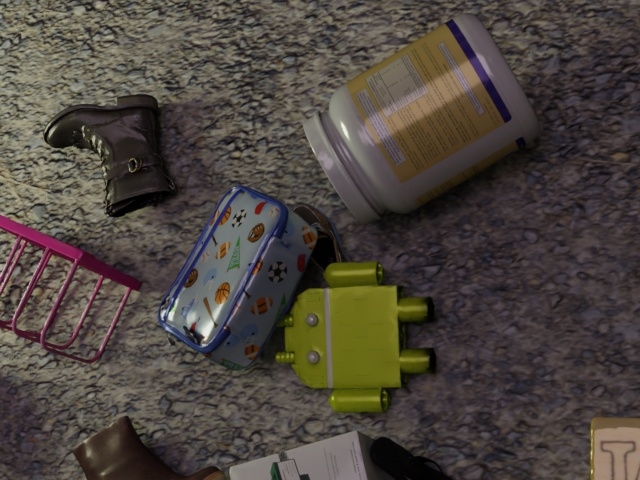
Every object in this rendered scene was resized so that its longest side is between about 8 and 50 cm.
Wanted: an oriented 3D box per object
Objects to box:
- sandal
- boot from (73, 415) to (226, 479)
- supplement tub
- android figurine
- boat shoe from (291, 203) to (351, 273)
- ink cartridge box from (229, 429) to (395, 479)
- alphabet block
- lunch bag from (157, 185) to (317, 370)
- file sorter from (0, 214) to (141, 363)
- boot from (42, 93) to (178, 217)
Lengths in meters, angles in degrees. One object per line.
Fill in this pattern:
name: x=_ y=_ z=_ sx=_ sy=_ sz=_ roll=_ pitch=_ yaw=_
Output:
sandal: x=0.154 y=0.356 z=1.725 sx=0.040 sy=0.179 sz=0.067 roll=-39 pitch=21 yaw=41
boot: x=-0.296 y=0.385 z=1.924 sx=0.248 sy=0.090 sz=0.207 roll=-32 pitch=65 yaw=12
supplement tub: x=0.164 y=-0.193 z=1.866 sx=0.331 sy=0.241 sz=0.241 roll=-30 pitch=63 yaw=9
android figurine: x=0.052 y=0.158 z=1.866 sx=0.273 sy=0.056 sz=0.248 roll=-1 pitch=88 yaw=19
boat shoe: x=0.000 y=0.000 z=1.959 sx=0.066 sy=0.066 sz=0.183 roll=-38 pitch=63 yaw=4
ink cartridge box: x=-0.009 y=0.378 z=1.776 sx=0.219 sy=0.160 sz=0.092 roll=-19 pitch=66 yaw=15
alphabet block: x=0.484 y=0.356 z=1.575 sx=0.197 sy=0.192 sz=0.193 roll=-2 pitch=69 yaw=20
lunch bag: x=-0.151 y=0.063 z=1.933 sx=0.243 sy=0.115 sz=0.303 roll=27 pitch=85 yaw=53
file sorter: x=-0.522 y=0.081 z=2.060 sx=0.291 sy=0.202 sz=0.182 roll=21 pitch=82 yaw=26
boot: x=-0.405 y=-0.150 z=2.158 sx=0.263 sy=0.091 sz=0.229 roll=-14 pitch=66 yaw=14
